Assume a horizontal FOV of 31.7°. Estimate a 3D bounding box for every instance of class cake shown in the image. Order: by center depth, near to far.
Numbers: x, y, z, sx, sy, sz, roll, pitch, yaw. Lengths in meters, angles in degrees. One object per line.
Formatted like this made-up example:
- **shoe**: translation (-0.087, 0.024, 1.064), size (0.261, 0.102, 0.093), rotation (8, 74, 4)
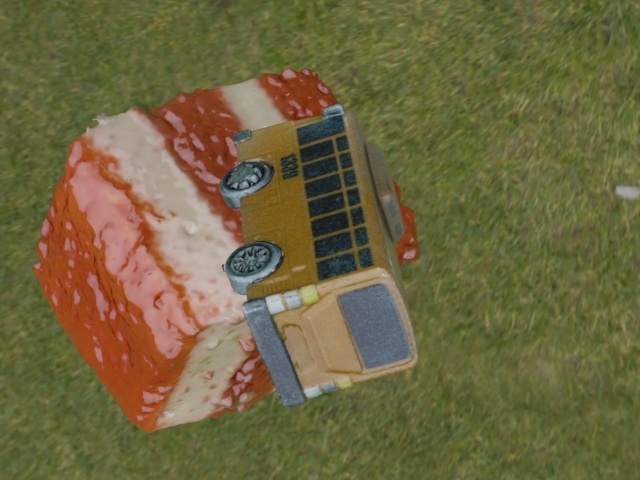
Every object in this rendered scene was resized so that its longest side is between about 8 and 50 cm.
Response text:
- **cake**: translation (-0.104, 0.018, 1.188), size (0.270, 0.319, 0.269), rotation (56, 145, 21)

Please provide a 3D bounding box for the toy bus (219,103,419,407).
- **toy bus**: translation (0.000, 0.000, 0.688), size (0.103, 0.182, 0.091), rotation (-16, 127, 6)
